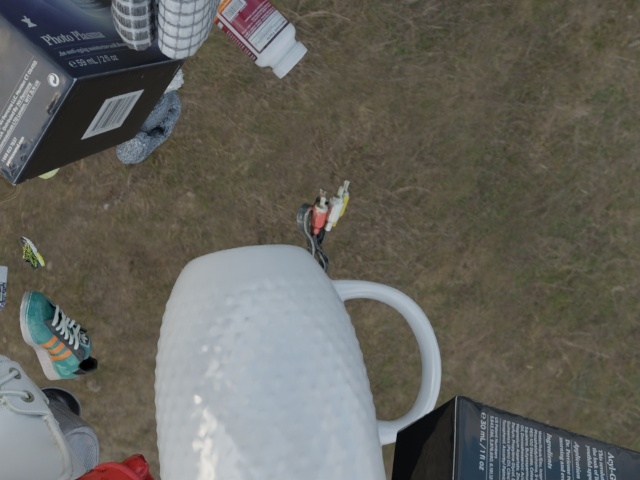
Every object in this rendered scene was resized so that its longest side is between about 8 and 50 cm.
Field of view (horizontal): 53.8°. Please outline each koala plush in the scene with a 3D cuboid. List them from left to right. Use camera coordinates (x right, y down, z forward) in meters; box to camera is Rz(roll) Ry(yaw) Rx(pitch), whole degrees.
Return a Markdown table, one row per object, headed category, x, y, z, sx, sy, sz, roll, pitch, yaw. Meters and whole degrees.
| category | x | y | z | sx | sy | sz | roll | pitch | yaw |
| --- | --- | --- | --- | --- | --- | --- | --- | --- | --- |
| koala plush | -0.361 | -0.310 | 1.248 | 0.203 | 0.196 | 0.221 | -45 | 172 | -35 |

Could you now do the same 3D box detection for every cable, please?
| category | x | y | z | sx | sy | sz | roll | pitch | yaw |
| --- | --- | --- | --- | --- | --- | --- | --- | --- | --- |
| cable | 0.000 | 0.000 | 1.438 | 0.139 | 0.072 | 0.287 | -33 | 141 | -43 |

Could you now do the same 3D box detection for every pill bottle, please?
| category | x | y | z | sx | sy | sz | roll | pitch | yaw |
| --- | --- | --- | --- | --- | --- | --- | --- | --- | --- |
| pill bottle | -0.096 | -0.333 | 0.998 | 0.152 | 0.086 | 0.086 | 43 | 93 | -15 |

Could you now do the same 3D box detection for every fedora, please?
| category | x | y | z | sx | sy | sz | roll | pitch | yaw |
| --- | --- | --- | --- | --- | --- | --- | --- | --- | --- |
| fedora | -0.454 | 0.381 | 1.017 | 0.276 | 0.124 | 0.244 | -67 | 158 | -9 |

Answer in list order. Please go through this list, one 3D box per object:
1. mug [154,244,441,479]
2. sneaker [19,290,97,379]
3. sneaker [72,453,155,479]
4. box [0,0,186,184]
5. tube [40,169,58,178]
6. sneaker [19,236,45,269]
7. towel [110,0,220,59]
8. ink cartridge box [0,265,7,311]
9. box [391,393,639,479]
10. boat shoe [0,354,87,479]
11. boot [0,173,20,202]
| category | x | y | z | sx | sy | sz | roll | pitch | yaw |
| --- | --- | --- | --- | --- | --- | --- | --- | --- | --- |
| mug | -0.028 | 0.176 | 0.821 | 0.373 | 0.276 | 0.328 | -8 | 78 | -4 |
| sneaker | -0.601 | 0.218 | 1.468 | 0.120 | 0.108 | 0.302 | -5 | 138 | -6 |
| sneaker | -0.140 | 0.173 | 0.350 | 0.278 | 0.118 | 0.107 | 6 | 128 | 14 |
| box | -0.394 | -0.268 | 0.851 | 0.294 | 0.296 | 0.183 | 41 | 115 | -3 |
| tube | -0.583 | -0.185 | 1.149 | 0.070 | 0.062 | 0.240 | -30 | 153 | 10 |
| sneaker | -0.654 | 0.029 | 1.415 | 0.035 | 0.083 | 0.031 | -36 | 173 | -30 |
| towel | -0.162 | -0.387 | 0.718 | 0.121 | 0.284 | 0.235 | 12 | 146 | -7 |
| ink cartridge box | -0.487 | 0.058 | 0.850 | 0.115 | 0.063 | 0.029 | 13 | 136 | -36 |
| box | 0.130 | 0.249 | 0.362 | 0.184 | 0.261 | 0.103 | 18 | 146 | -8 |
| boat shoe | -0.261 | 0.134 | 0.478 | 0.098 | 0.277 | 0.096 | -13 | 107 | -42 |
| boot | -0.716 | -0.130 | 1.307 | 0.197 | 0.152 | 0.073 | 2 | 108 | -14 |
